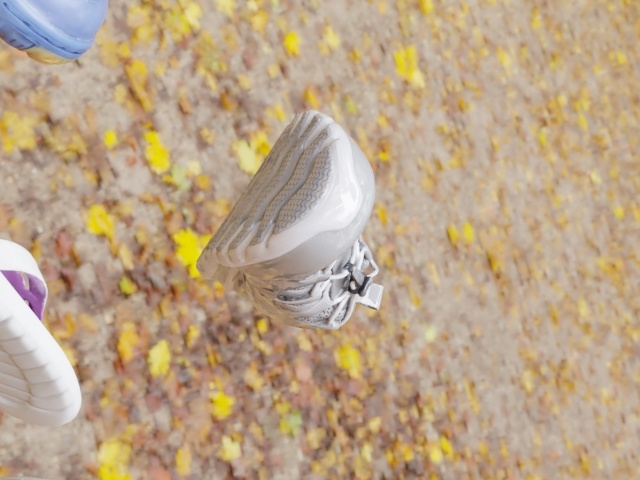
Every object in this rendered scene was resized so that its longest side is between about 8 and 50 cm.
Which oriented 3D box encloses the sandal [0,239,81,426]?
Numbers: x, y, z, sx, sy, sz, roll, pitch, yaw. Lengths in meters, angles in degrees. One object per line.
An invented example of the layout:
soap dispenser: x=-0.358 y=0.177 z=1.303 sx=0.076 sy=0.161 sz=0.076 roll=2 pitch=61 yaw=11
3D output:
sandal: x=-0.338 y=0.034 z=1.112 sx=0.102 sy=0.169 sz=0.416 roll=-58 pitch=142 yaw=-35

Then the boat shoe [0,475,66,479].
boat shoe: x=-0.156 y=0.152 z=0.385 sx=0.324 sy=0.123 sz=0.120 roll=18 pitch=17 yaw=-26

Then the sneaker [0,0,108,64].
sneaker: x=-0.142 y=-0.233 z=0.581 sx=0.112 sy=0.131 sz=0.297 roll=31 pitch=38 yaw=-57

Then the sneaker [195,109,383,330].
sneaker: x=0.000 y=0.000 z=0.702 sx=0.115 sy=0.281 sz=0.105 roll=34 pitch=80 yaw=-5
